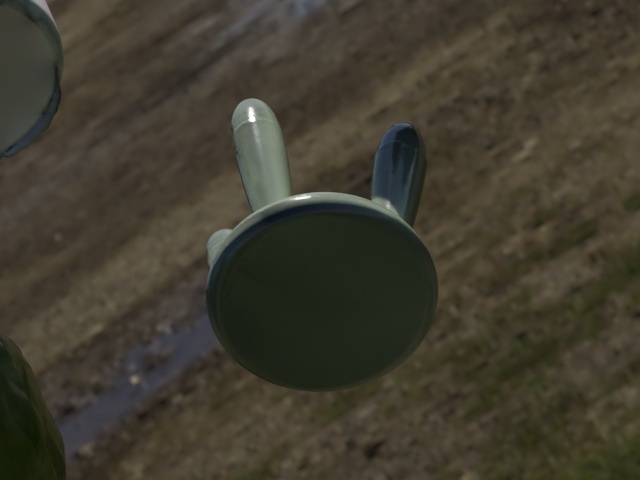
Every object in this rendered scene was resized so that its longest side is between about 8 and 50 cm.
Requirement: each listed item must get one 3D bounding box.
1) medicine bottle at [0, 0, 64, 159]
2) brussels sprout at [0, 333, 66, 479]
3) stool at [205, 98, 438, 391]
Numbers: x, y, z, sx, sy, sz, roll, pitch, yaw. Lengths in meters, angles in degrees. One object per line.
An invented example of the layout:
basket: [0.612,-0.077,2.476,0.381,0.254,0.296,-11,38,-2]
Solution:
medicine bottle: [-0.379,-0.251,1.688,0.213,0.213,0.378,-31,50,5]
brussels sprout: [-0.334,0.196,1.529,0.247,0.328,0.328,5,-13,-41]
stool: [0.000,0.000,1.630,0.195,0.195,0.198,9,33,-7]
